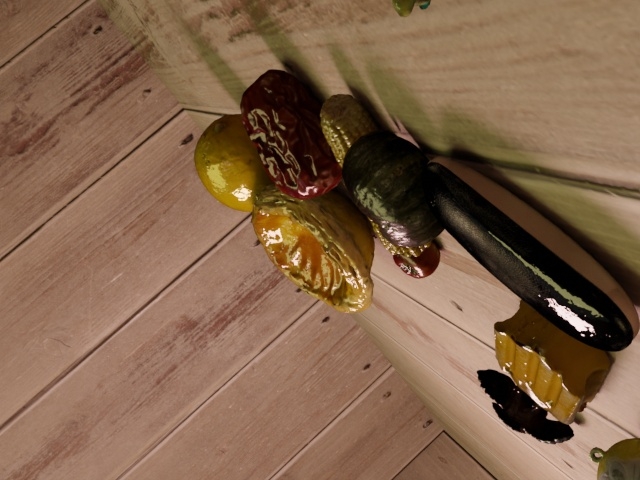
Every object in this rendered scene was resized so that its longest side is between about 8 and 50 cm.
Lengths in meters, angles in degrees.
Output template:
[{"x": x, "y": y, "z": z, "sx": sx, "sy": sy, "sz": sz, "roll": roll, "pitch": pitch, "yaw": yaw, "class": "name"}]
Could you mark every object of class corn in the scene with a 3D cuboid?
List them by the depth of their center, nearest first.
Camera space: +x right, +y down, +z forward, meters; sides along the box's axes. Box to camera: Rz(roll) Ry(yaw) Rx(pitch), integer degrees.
[{"x": 0.094, "y": -0.089, "z": 1.065, "sx": 0.320, "sy": 0.097, "sz": 0.097, "roll": 56, "pitch": 170, "yaw": -33, "class": "corn"}]

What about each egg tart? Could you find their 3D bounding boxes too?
[{"x": 0.000, "y": 0.000, "z": 1.605, "sx": 0.388, "sy": 0.169, "sz": 0.388, "roll": 38, "pitch": 153, "yaw": 23, "class": "egg tart"}]

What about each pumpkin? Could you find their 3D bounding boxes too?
[{"x": 0.116, "y": -0.063, "z": 0.949, "sx": 0.183, "sy": 0.119, "sz": 0.107, "roll": 48, "pitch": -175, "yaw": -21, "class": "pumpkin"}]

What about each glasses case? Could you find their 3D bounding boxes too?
[{"x": 0.235, "y": 0.010, "z": 0.796, "sx": 0.314, "sy": 0.075, "sz": 0.122, "roll": 45, "pitch": 170, "yaw": 31, "class": "glasses case"}]

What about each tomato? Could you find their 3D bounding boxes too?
[{"x": 0.178, "y": 0.025, "z": 1.232, "sx": 0.087, "sy": 0.075, "sz": 0.087, "roll": 34, "pitch": 159, "yaw": 15, "class": "tomato"}]

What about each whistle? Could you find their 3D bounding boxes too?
[{"x": 0.499, "y": 0.374, "z": 0.988, "sx": 0.223, "sy": 0.123, "sz": 0.123, "roll": 31, "pitch": 166, "yaw": 23, "class": "whistle"}]

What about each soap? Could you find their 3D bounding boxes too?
[{"x": 0.340, "y": 0.176, "z": 1.014, "sx": 0.160, "sy": 0.080, "sz": 0.257, "roll": 43, "pitch": 171, "yaw": 27, "class": "soap"}]

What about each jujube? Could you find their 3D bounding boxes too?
[{"x": -0.050, "y": -0.185, "z": 1.197, "sx": 0.230, "sy": 0.155, "sz": 0.155, "roll": 53, "pitch": 172, "yaw": -18, "class": "jujube"}]

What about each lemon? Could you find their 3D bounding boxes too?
[{"x": -0.199, "y": -0.195, "z": 1.722, "sx": 0.236, "sy": 0.236, "sz": 0.263, "roll": 37, "pitch": 147, "yaw": 57, "class": "lemon"}]

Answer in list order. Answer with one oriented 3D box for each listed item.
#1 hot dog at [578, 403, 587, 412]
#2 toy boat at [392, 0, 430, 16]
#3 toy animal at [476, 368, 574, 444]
[{"x": 0.414, "y": 0.250, "z": 1.139, "sx": 0.083, "sy": 0.035, "sz": 0.058, "roll": 45, "pitch": 172, "yaw": 27, "class": "hot dog"}, {"x": 0.040, "y": -0.245, "z": 0.569, "sx": 0.108, "sy": 0.099, "sz": 0.293, "roll": 54, "pitch": 178, "yaw": -35, "class": "toy boat"}, {"x": 0.406, "y": 0.347, "z": 1.366, "sx": 0.218, "sy": 0.116, "sz": 0.179, "roll": 36, "pitch": 166, "yaw": 35, "class": "toy animal"}]
